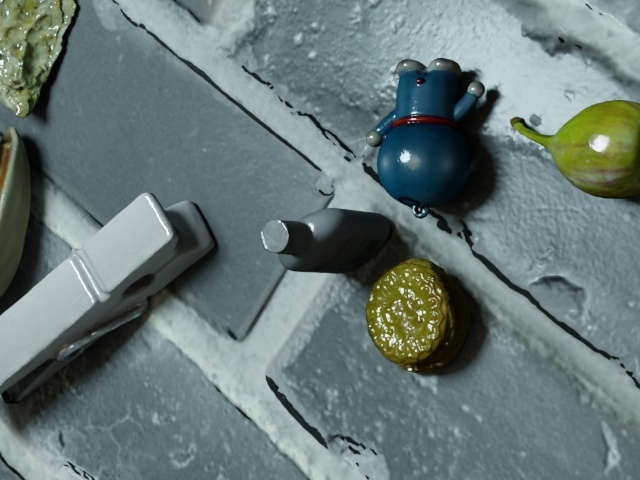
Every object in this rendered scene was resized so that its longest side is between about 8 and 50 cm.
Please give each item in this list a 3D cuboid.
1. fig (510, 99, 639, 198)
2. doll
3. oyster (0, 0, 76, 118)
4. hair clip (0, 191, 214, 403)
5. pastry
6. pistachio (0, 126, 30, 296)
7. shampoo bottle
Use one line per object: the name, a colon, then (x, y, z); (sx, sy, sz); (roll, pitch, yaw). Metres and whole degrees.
fig: (0.238, -0.076, 1.400); (0.166, 0.093, 0.093); (-10, 81, 58)
doll: (0.098, -0.094, 1.471); (0.114, 0.085, 0.152); (-2, 76, 20)
oyster: (-0.344, -0.252, 1.752); (0.133, 0.072, 0.209); (21, 96, 27)
hair clip: (-0.257, 0.072, 1.669); (0.331, 0.101, 0.085); (-36, 66, 22)
pastry: (0.091, 0.071, 1.477); (0.097, 0.057, 0.109); (21, 97, 32)
pistachio: (-0.388, -0.023, 1.735); (0.152, 0.126, 0.223); (26, 103, 66)
shampoo bottle: (0.000, 0.000, 1.472); (0.080, 0.165, 0.040); (-40, 68, 23)
